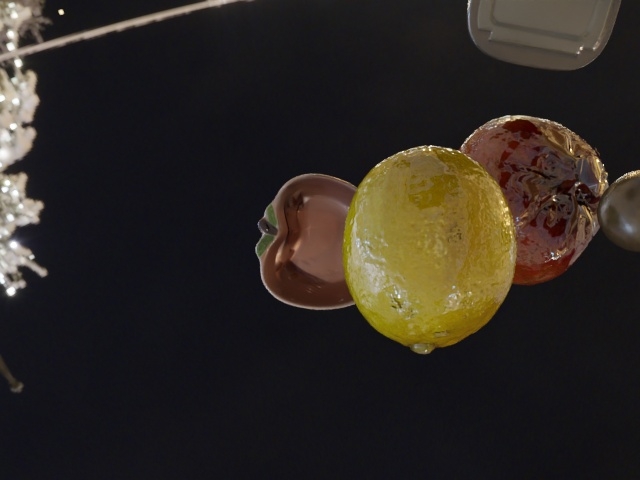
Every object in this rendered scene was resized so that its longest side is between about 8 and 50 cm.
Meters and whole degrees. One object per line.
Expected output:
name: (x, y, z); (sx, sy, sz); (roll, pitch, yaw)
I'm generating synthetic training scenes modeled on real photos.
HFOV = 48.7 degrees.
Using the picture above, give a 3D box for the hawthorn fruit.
hawthorn fruit: (0.319, -0.063, 1.199); (0.311, 0.295, 0.295); (-26, -144, 35)

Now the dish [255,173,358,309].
dish: (0.000, 0.000, 1.107); (0.214, 0.213, 0.090); (-8, -173, 1)

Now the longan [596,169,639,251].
longan: (0.420, -0.039, 0.919); (0.113, 0.092, 0.113); (-6, -109, 17)

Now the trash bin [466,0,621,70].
trash bin: (0.348, -0.413, 1.164); (0.220, 0.219, 0.250); (13, -158, 0)

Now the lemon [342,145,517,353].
lemon: (0.142, 0.007, 0.937); (0.236, 0.236, 0.263); (-15, -92, -6)
